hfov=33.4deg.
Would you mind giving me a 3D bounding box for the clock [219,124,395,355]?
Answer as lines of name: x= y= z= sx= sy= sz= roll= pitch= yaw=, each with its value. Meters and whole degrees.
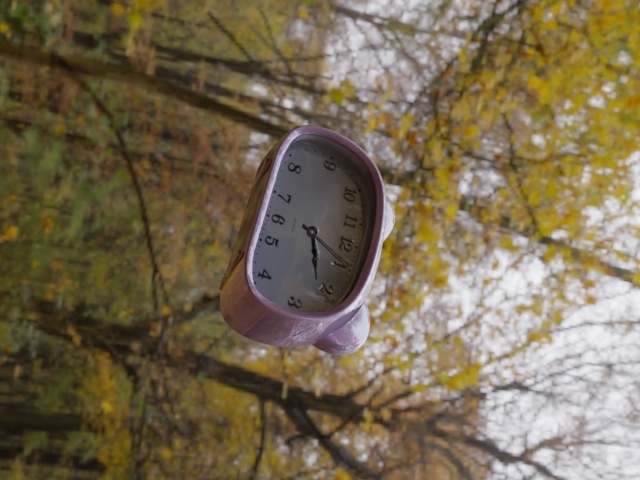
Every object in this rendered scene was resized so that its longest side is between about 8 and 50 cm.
clock: x=0.000 y=0.000 z=0.730 sx=0.050 sy=0.110 sz=0.153 roll=133 pitch=-25 yaw=-61
